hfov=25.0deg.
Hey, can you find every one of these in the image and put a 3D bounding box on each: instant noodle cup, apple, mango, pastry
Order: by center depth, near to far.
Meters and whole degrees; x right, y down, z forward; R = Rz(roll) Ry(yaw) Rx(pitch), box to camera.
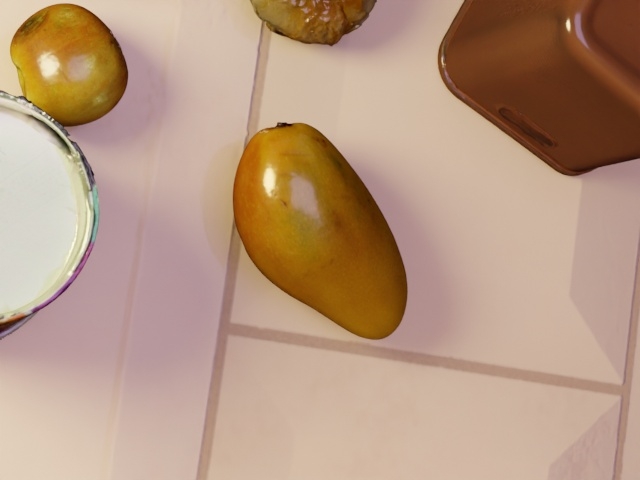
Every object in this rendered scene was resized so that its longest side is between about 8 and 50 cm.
[{"bbox_3d":[-0.311,-0.024,1.252,0.251,0.190,0.251,2,86,-25],"label":"instant noodle cup"},{"bbox_3d":[-0.237,-0.163,1.346,0.102,0.099,0.114,-29,102,-21],"label":"apple"},{"bbox_3d":[0.000,0.000,1.441,0.138,0.113,0.253,-43,112,-25],"label":"mango"},{"bbox_3d":[-0.008,-0.273,1.467,0.153,0.081,0.153,1,89,-29],"label":"pastry"}]

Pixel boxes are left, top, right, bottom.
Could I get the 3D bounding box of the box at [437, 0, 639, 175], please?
[{"bbox_3d":[0.331,-0.264,1.544,0.239,0.229,0.339,35,74,-20],"label":"box"}]
